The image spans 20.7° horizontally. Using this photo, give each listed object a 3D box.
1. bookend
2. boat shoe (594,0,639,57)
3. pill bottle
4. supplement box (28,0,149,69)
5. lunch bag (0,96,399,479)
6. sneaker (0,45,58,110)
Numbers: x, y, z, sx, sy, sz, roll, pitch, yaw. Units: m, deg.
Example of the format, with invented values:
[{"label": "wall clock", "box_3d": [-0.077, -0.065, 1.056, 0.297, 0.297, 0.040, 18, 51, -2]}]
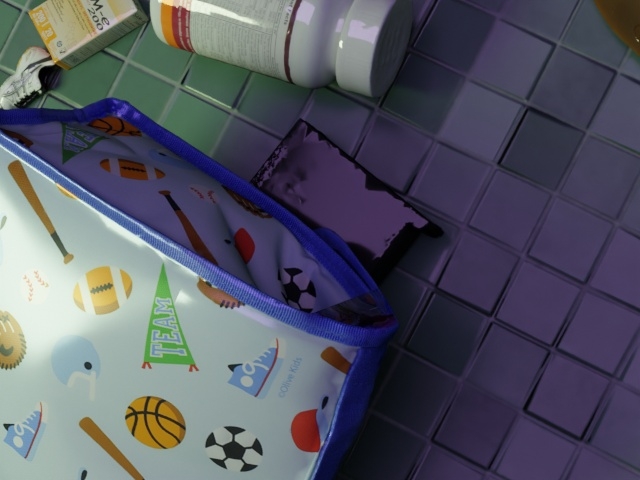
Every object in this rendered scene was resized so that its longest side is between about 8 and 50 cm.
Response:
[{"label": "bookend", "box_3d": [0.000, 0.000, 1.595, 0.157, 0.072, 0.156, 39, 94, 16]}, {"label": "boat shoe", "box_3d": [0.306, -0.195, 1.549, 0.073, 0.073, 0.207, -23, 77, -28]}, {"label": "pill bottle", "box_3d": [-0.035, -0.209, 1.611, 0.221, 0.121, 0.121, 18, 87, 17]}, {"label": "supplement box", "box_3d": [-0.226, -0.219, 1.708, 0.098, 0.036, 0.062, -31, 76, 8]}, {"label": "lunch bag", "box_3d": [-0.141, 0.106, 1.495, 0.385, 0.239, 0.328, 32, 115, 24]}, {"label": "sneaker", "box_3d": [-0.288, -0.149, 1.717, 0.037, 0.032, 0.083, 30, 91, 18]}]
